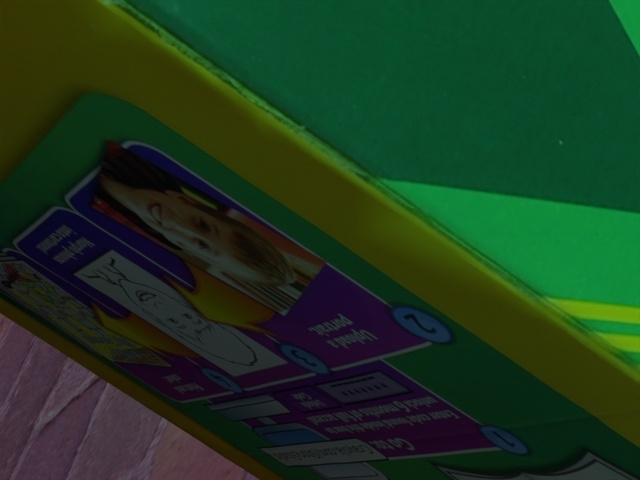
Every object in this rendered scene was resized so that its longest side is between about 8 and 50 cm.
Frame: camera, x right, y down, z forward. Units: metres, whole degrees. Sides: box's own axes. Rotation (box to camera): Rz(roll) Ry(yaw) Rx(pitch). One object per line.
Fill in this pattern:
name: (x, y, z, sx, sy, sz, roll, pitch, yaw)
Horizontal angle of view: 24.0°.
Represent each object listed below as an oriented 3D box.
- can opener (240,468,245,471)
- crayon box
can opener: (-0.021, 0.035, 0.967, 0.076, 0.095, 0.283, -43, 18, 28)
crayon box: (0.000, 0.000, 0.544, 0.106, 0.313, 0.363, -61, 15, -20)
